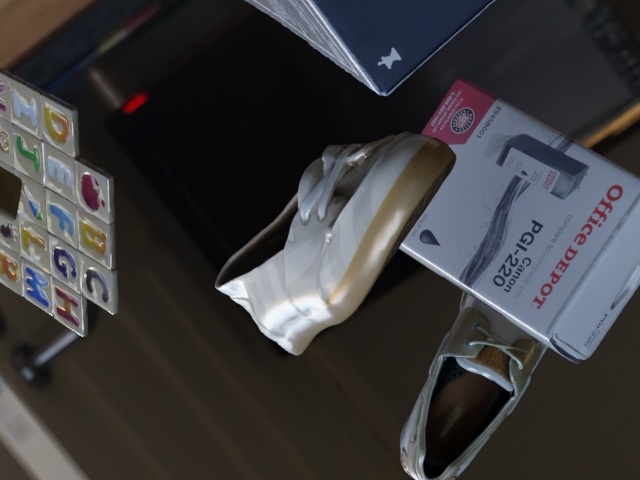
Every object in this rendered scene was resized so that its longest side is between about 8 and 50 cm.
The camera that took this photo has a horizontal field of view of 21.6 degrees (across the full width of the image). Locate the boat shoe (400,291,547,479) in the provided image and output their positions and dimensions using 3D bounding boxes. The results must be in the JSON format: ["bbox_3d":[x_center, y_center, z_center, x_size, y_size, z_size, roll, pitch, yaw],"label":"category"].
[{"bbox_3d":[0.179,0.124,1.756,0.103,0.113,0.302,-76,-171,-82],"label":"boat shoe"}]

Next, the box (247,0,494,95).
[{"bbox_3d":[-0.021,-0.306,1.284,0.183,0.296,0.294,-41,-147,-2],"label":"box"}]

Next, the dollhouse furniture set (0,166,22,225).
[{"bbox_3d":[-0.195,-0.011,0.783,0.081,0.091,0.114,8,173,8],"label":"dollhouse furniture set"}]

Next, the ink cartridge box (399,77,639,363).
[{"bbox_3d":[0.172,-0.019,1.445,0.158,0.218,0.092,-57,149,0],"label":"ink cartridge box"}]

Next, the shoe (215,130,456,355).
[{"bbox_3d":[0.000,0.000,0.796,0.076,0.058,0.219,-57,-177,-27],"label":"shoe"}]

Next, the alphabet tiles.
[{"bbox_3d":[-0.342,-0.056,1.901,0.342,0.285,0.011,28,-142,37],"label":"alphabet tiles"}]
